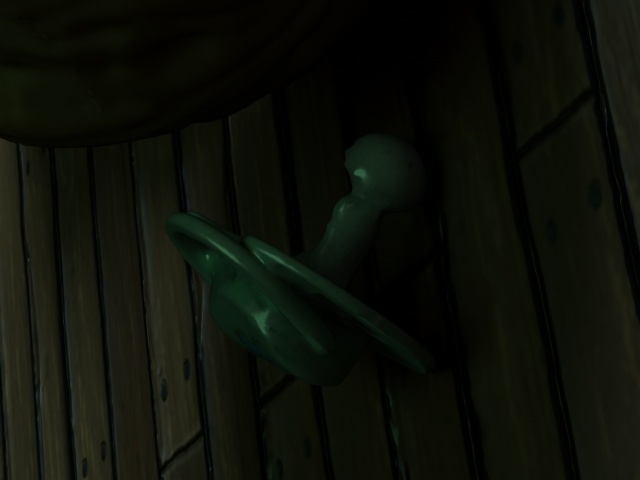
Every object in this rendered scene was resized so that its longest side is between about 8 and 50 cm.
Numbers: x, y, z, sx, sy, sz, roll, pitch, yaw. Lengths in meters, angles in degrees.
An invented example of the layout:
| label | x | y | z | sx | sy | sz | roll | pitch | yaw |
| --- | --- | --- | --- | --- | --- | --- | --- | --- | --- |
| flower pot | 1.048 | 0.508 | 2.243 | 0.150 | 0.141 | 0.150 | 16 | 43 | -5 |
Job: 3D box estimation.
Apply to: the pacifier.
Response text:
| label | x | y | z | sx | sy | sz | roll | pitch | yaw |
| --- | --- | --- | --- | --- | --- | --- | --- | --- | --- |
| pacifier | 0.000 | 0.000 | 0.851 | 0.116 | 0.127 | 0.150 | -58 | 21 | -4 |

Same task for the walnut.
| label | x | y | z | sx | sy | sz | roll | pitch | yaw |
| --- | --- | --- | --- | --- | --- | --- | --- | --- | --- |
| walnut | -0.109 | -0.190 | 0.858 | 0.333 | 0.333 | 0.333 | -21 | 66 | 59 |
